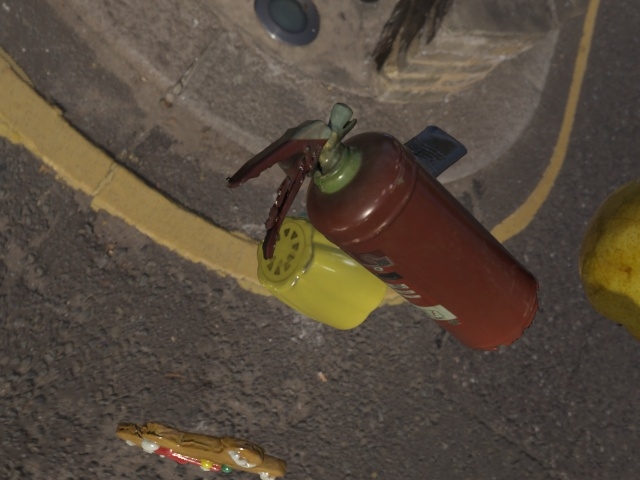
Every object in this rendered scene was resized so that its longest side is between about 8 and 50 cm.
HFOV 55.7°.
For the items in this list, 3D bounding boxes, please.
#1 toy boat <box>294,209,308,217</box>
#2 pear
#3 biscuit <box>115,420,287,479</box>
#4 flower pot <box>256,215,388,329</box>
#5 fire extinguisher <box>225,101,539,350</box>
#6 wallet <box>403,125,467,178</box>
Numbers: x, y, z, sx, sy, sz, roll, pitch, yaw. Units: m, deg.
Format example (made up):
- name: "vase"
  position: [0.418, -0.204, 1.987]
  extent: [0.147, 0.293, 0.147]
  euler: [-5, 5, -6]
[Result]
- name: "toy boat"
  position: [0.000, 0.000, 1.292]
  extent: [0.079, 0.208, 0.134]
  euler: [-8, 113, -40]
- name: "pear"
  position: [0.423, 0.027, 0.740]
  extent: [0.209, 0.209, 0.209]
  euler: [10, 69, -29]
- name: "biscuit"
  position: [-0.228, 0.377, 1.080]
  extent: [0.216, 0.340, 0.047]
  euler: [59, 40, -51]
- name: "flower pot"
  position: [-0.005, 0.044, 1.057]
  extent: [0.179, 0.195, 0.195]
  euler: [26, 60, -46]
- name: "fire extinguisher"
  position: [0.064, 0.004, 0.543]
  extent: [0.337, 0.106, 0.147]
  euler: [36, 72, -33]
- name: "wallet"
  position: [0.164, -0.131, 0.958]
  extent: [0.082, 0.018, 0.157]
  euler: [41, 52, 18]
